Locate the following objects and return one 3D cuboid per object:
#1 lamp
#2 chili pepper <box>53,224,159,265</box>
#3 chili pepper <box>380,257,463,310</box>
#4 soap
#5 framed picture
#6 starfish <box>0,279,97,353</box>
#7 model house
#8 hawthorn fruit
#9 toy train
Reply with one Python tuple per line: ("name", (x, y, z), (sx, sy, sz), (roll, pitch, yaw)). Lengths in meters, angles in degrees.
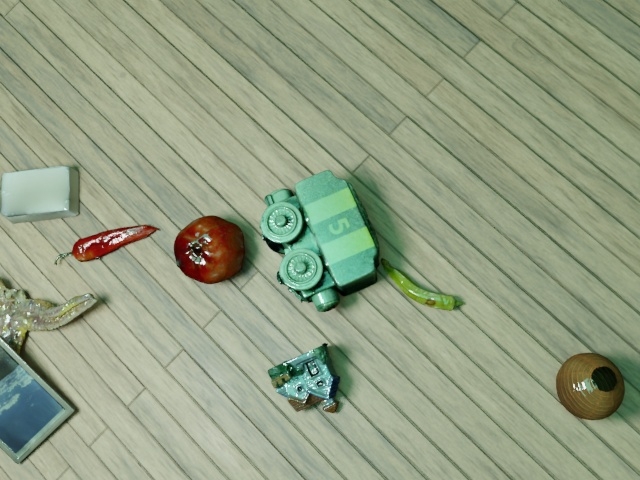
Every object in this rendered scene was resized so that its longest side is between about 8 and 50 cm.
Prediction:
("lamp", (0.543, 0.295, 1.645), (0.136, 0.136, 0.136), (-2, 78, 10))
("chili pepper", (-0.516, 0.006, 1.945), (0.268, 0.050, 0.059), (-16, 60, 6))
("chili pepper", (0.211, 0.107, 1.793), (0.208, 0.043, 0.049), (28, 97, 15))
("soap", (-0.688, -0.112, 1.994), (0.183, 0.064, 0.121), (-6, 76, 9))
("framed picture", (-0.717, 0.362, 1.870), (0.189, 0.023, 0.260), (-43, 95, 3))
("starfish", (-0.771, 0.203, 1.912), (0.398, 0.132, 0.384), (28, 93, 0))
("model house", (-0.020, 0.315, 1.759), (0.148, 0.119, 0.149), (-27, 82, 4))
("hawthorn fruit", (-0.255, 0.020, 1.820), (0.157, 0.194, 0.157), (0, 88, 14))
("toy train", (0.000, 0.000, 1.795), (0.238, 0.167, 0.299), (-24, 76, -1))
